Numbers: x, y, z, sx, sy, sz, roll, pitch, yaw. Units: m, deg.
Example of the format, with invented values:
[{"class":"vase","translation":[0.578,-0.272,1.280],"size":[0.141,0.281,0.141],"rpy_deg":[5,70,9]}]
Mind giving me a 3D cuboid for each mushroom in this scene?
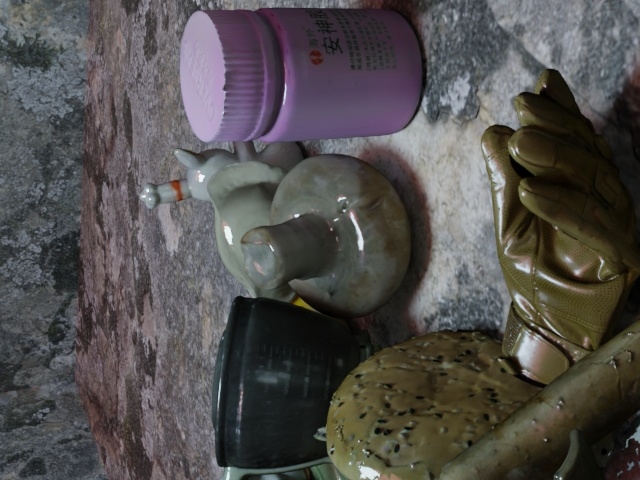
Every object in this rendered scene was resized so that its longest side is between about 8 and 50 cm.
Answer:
[{"class":"mushroom","translation":[0.000,0.000,1.203],"size":[0.243,0.243,0.243],"rpy_deg":[24,118,59]}]

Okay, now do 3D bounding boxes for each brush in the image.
[{"class":"brush","translation":[0.273,0.268,0.792],"size":[0.048,0.054,0.282],"rpy_deg":[7,145,39]}]

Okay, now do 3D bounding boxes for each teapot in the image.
[{"class":"teapot","translation":[-0.030,0.236,1.164],"size":[0.239,0.239,0.322],"rpy_deg":[94,-178,-48]}]

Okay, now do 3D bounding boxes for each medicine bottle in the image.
[{"class":"medicine bottle","translation":[-0.027,-0.223,1.142],"size":[0.178,0.290,0.178],"rpy_deg":[24,117,60]}]

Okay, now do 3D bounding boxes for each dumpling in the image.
[{"class":"dumpling","translation":[-0.091,-0.011,1.376],"size":[0.250,0.162,0.132],"rpy_deg":[69,165,-6]}]

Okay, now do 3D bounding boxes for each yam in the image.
[{"class":"yam","translation":[0.241,0.149,0.773],"size":[0.071,0.317,0.067],"rpy_deg":[51,-172,-4]}]

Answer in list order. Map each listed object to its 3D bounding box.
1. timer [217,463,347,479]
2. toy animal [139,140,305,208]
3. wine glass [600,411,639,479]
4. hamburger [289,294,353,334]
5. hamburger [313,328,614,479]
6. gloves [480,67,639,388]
[{"class":"timer","translation":[-0.039,0.412,1.302],"size":[0.291,0.315,0.291],"rpy_deg":[21,114,59]},{"class":"toy animal","translation":[-0.159,-0.118,1.459],"size":[0.138,0.282,0.140],"rpy_deg":[-99,20,-55]},{"class":"wine glass","translation":[0.366,0.129,0.603],"size":[0.190,0.190,0.357],"rpy_deg":[64,142,32]},{"class":"hamburger","translation":[-0.028,0.175,1.435],"size":[0.210,0.116,0.173],"rpy_deg":[54,139,42]},{"class":"hamburger","translation":[0.147,0.247,0.966],"size":[0.318,0.277,0.195],"rpy_deg":[21,124,55]},{"class":"gloves","translation":[0.242,-0.009,0.850],"size":[0.154,0.141,0.331],"rpy_deg":[-95,0,-64]}]
